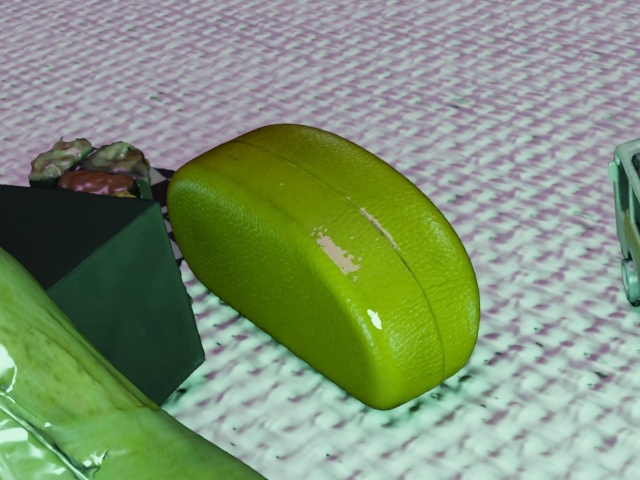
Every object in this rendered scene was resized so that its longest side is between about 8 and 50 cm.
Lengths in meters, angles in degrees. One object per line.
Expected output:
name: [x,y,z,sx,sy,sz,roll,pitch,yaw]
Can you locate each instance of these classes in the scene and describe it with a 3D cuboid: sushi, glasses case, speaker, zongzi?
sushi: [-0.250,-0.033,1.599,0.294,0.059,0.292,11,36,32]
glasses case: [0.000,0.000,1.344,0.141,0.173,0.371,-28,34,-23]
speaker: [-0.275,0.083,1.279,0.254,0.184,0.232,6,33,32]
zongzi: [-0.129,0.102,0.947,0.418,0.447,0.181,-12,21,-13]

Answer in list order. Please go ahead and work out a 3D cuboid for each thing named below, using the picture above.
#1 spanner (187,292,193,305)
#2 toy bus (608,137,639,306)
spanner: [-0.252,0.036,1.464,0.325,0.040,0.095,10,65,35]
toy bus: [0.310,0.032,1.233,0.097,0.138,0.342,-10,31,5]
